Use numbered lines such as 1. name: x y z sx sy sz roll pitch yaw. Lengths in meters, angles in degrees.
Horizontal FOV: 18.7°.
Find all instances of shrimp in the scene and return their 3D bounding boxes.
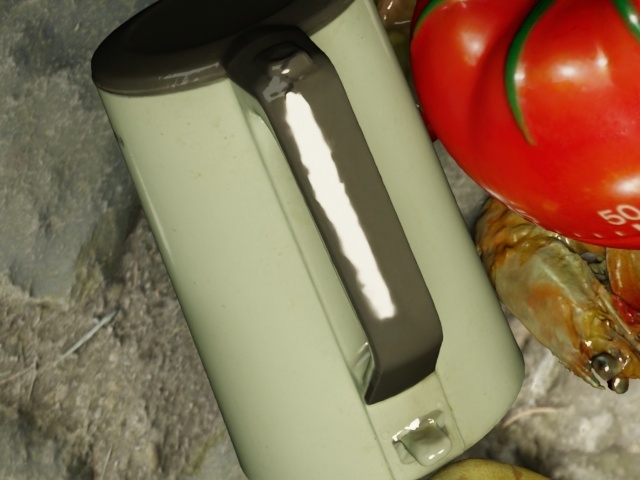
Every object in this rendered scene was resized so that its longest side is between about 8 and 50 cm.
1. shrimp: 0.217 0.024 1.563 0.154 0.062 0.294 -41 43 12

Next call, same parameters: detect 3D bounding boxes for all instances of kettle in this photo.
1. kettle: 0.000 0.000 1.479 0.250 0.376 0.361 -24 24 -5

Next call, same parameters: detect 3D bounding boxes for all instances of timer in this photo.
1. timer: 0.252 -0.177 1.466 0.378 0.279 0.378 -23 55 36

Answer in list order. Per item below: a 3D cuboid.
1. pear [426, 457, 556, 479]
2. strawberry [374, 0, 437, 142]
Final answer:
1. pear: 0.137 0.241 1.453 0.167 0.167 0.136 23 102 50
2. strawberry: 0.022 -0.248 1.773 0.345 0.295 0.317 -131 37 -65
